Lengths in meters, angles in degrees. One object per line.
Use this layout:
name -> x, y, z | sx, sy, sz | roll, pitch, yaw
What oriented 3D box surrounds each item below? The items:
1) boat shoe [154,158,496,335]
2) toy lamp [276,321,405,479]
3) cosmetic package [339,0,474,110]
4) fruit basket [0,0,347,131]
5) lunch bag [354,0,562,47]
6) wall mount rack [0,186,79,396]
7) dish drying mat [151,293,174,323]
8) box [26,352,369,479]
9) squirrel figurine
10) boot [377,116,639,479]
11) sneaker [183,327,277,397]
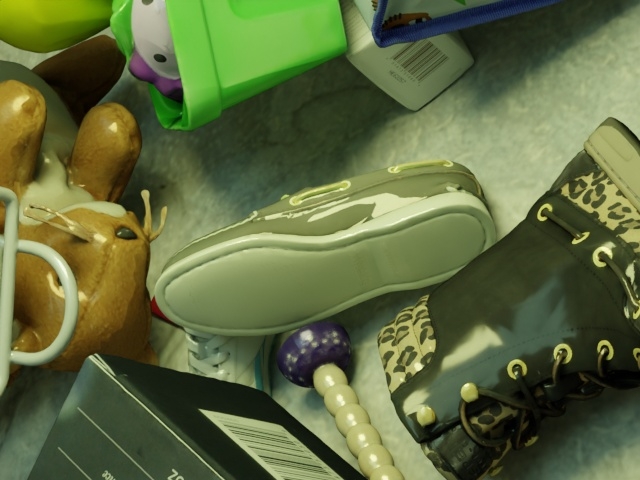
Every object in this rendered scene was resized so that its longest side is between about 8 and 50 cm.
boat shoe -> 0.001, 0.003, 1.704 | 0.305, 0.109, 0.091 | -14, 39, 4
toy lamp -> 0.047, 0.184, 1.628 | 0.080, 0.080, 0.275 | -41, 47, 13
cosmetic package -> 0.051, -0.246, 1.838 | 0.085, 0.117, 0.231 | -38, 47, 16
fruit basket -> -0.194, -0.275, 1.753 | 0.392, 0.392, 0.283 | -58, 12, -3
lunch bag -> 0.180, -0.386, 1.710 | 0.385, 0.239, 0.328 | -13, 50, -9
wall mount rack -> -0.389, 0.094, 1.730 | 0.350, 0.130, 0.304 | 5, 91, 36
dish drying mat -> -0.137, 0.067, 1.884 | 0.083, 0.008, 0.032 | 22, 82, 43
box -> -0.119, 0.340, 1.525 | 0.293, 0.212, 0.395 | 35, 102, 43
squirrel figurine -> -0.311, 0.023, 1.915 | 0.397, 0.281, 0.370 | -52, 55, 24
boot -> 0.208, 0.099, 1.499 | 0.284, 0.138, 0.377 | -39, 42, 14
sneaker -> -0.092, 0.101, 1.772 | 0.087, 0.092, 0.229 | -4, 65, 35
